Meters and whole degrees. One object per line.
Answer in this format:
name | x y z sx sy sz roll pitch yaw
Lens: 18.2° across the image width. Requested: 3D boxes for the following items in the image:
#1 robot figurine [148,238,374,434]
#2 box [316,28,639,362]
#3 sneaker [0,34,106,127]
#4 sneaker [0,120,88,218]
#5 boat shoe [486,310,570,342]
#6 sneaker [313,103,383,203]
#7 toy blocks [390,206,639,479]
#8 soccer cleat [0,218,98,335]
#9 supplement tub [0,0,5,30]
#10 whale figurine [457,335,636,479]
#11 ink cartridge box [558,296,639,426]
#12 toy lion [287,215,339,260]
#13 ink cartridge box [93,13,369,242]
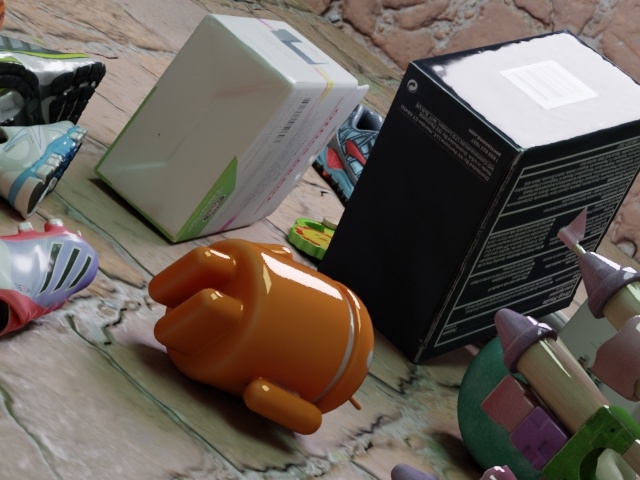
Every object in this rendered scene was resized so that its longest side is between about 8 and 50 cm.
robot figurine | -0.043 0.074 1.693 0.219 0.128 0.158 26 3 -41
box | 0.191 -0.055 2.225 0.296 0.294 0.183 -15 48 -46
sneaker | -0.305 -0.159 1.905 0.121 0.111 0.300 36 10 16
sneaker | -0.268 -0.082 1.810 0.083 0.071 0.191 30 13 -2
boat shoe | 0.180 0.066 2.455 0.335 0.095 0.112 41 -19 3
sneaker | 0.084 -0.095 2.653 0.104 0.125 0.262 23 18 -43
toy blocks | 0.226 0.164 1.715 0.260 0.288 0.309 49 20 26
soccer cleat | -0.235 0.035 1.488 0.248 0.083 0.095 16 53 -69
supplement tub | -0.430 -0.227 1.577 0.338 0.207 0.207 37 13 6
whale figurine | 0.233 0.213 1.998 0.272 0.141 0.216 57 1 -30
ink cartridge box | 0.313 0.165 2.209 0.127 0.176 0.128 45 16 26
toy lion | 0.000 0.000 2.303 0.096 0.034 0.100 12 19 -37
ink cartridge box | -0.083 -0.123 2.117 0.119 0.207 0.353 40 12 9
